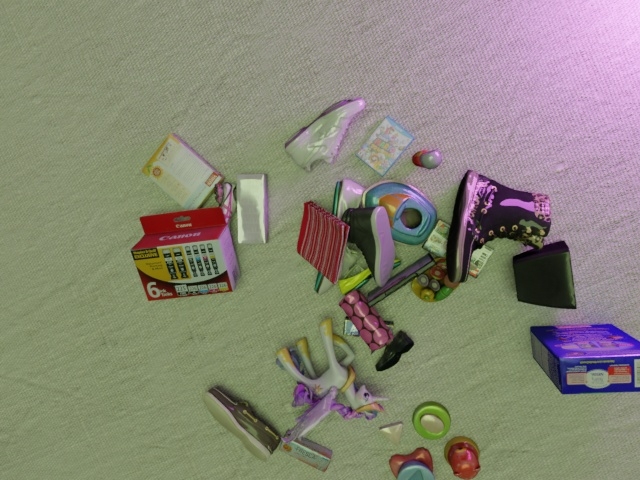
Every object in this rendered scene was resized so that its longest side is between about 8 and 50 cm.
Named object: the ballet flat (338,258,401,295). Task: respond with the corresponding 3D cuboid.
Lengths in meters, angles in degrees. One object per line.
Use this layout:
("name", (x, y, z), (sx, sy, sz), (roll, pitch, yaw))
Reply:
("ballet flat", (0.159, 0.104, 1.785), (0.231, 0.077, 0.077), (-33, 73, 11))

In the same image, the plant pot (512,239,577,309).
("plant pot", (0.703, 0.111, 1.671), (0.167, 0.188, 0.187), (-7, 96, 22))

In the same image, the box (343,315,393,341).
("box", (0.165, 0.302, 1.811), (0.169, 0.054, 0.059), (6, 96, 7))

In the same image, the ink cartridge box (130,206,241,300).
("ink cartridge box", (-0.458, 0.046, 1.781), (0.310, 0.130, 0.271), (-8, 115, 8))

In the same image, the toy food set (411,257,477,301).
("toy food set", (0.395, 0.129, 1.733), (0.128, 0.071, 0.218), (43, 113, -3))

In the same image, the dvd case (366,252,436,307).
("dvd case", (0.260, 0.126, 1.716), (0.253, 0.180, 0.022), (-34, 90, 9))

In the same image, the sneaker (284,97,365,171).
("sneaker", (0.034, -0.350, 1.745), (0.305, 0.114, 0.152), (-35, 105, 13))

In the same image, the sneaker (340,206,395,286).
("sneaker", (0.145, 0.012, 1.678), (0.147, 0.104, 0.295), (13, 130, 33))

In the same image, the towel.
("towel", (0.000, 0.000, 1.698), (0.031, 0.275, 0.198), (1, 109, -28))

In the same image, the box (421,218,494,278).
("box", (0.455, 0.027, 1.755), (0.207, 0.036, 0.114), (30, 99, 3))

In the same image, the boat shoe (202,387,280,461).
("boat shoe", (-0.282, 0.638, 1.879), (0.324, 0.097, 0.116), (43, 140, 4))

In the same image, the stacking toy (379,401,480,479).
("stacking toy", (0.365, 0.725, 1.793), (0.309, 0.130, 0.279), (-29, 92, 9))

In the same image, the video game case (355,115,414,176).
("video game case", (0.215, -0.314, 1.760), (0.119, 0.015, 0.166), (40, 99, 2))

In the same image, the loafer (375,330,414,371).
("loafer", (0.247, 0.384, 1.816), (0.170, 0.062, 0.061), (-47, 50, 16))

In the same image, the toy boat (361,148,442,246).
("toy boat", (0.281, -0.148, 1.686), (0.268, 0.148, 0.318), (24, 93, -13))

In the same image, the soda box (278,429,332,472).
("soda box", (-0.052, 0.749, 1.879), (0.183, 0.063, 0.058), (26, 98, 3))

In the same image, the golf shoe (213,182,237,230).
("golf shoe", (-0.318, -0.108, 1.818), (0.086, 0.067, 0.185), (-7, 112, -22))

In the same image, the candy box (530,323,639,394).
("candy box", (0.817, 0.352, 1.604), (0.269, 0.317, 0.122), (-4, 97, 8))

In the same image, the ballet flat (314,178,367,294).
("ballet flat", (0.080, -0.002, 1.759), (0.139, 0.139, 0.399), (12, 94, 5))

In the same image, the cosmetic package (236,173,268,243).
("cosmetic package", (-0.232, -0.109, 1.812), (0.099, 0.060, 0.238), (1, 96, 9))

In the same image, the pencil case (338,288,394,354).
("pencil case", (0.145, 0.266, 1.743), (0.209, 0.095, 0.098), (56, 141, 10))

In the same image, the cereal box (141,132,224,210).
("cereal box", (-0.478, -0.230, 1.835), (0.240, 0.047, 0.173), (42, 99, 1))

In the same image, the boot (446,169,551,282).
("boot", (0.555, -0.023, 1.649), (0.285, 0.138, 0.377), (14, 67, 2))

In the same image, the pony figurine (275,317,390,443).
("pony figurine", (0.007, 0.498, 1.766), (0.351, 0.303, 0.363), (-33, 76, 1))
